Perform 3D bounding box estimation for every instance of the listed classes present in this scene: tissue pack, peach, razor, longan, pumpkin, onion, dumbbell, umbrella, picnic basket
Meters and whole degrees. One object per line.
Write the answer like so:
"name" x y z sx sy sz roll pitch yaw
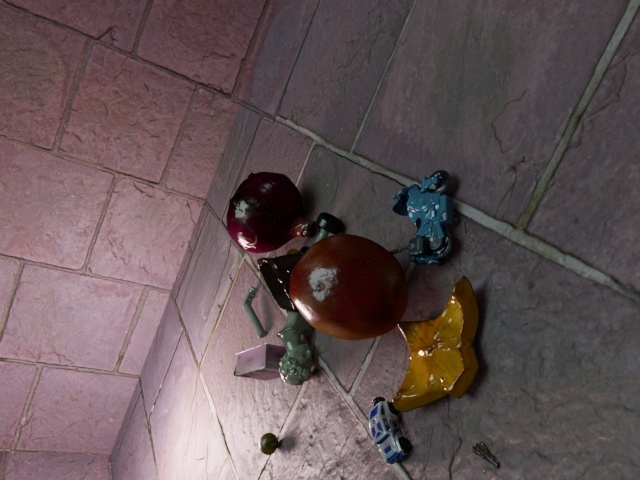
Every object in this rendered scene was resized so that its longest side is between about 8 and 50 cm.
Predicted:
"tissue pack" -0.203 0.460 2.003 0.246 0.148 0.093 -29 50 49
"peach" 0.083 0.128 1.434 0.332 0.307 0.308 14 88 52
"razor" -0.292 0.320 2.314 0.111 0.056 0.278 -60 32 19
"longan" -0.182 0.726 1.907 0.083 0.075 0.075 -14 63 54
"pumpkin" 0.286 0.264 1.307 0.290 0.095 0.258 -43 35 48
"onion" -0.175 -0.095 2.127 0.385 0.347 0.348 20 94 26
"dumbbell" 0.000 0.000 1.933 0.191 0.100 0.100 -60 32 20
"umbrella" 0.359 0.467 1.164 0.031 0.020 0.083 -36 27 -13
"picnic basket" -0.113 0.134 1.924 0.223 0.129 0.297 63 163 -7

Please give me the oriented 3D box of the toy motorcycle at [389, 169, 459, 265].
"toy motorcycle" 0.280 -0.055 1.465 0.182 0.123 0.272 -19 58 43

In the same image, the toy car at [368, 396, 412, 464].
"toy car" 0.174 0.496 1.411 0.080 0.070 0.171 -53 36 33

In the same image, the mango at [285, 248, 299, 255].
"mango" -0.107 0.088 2.121 0.079 0.057 0.114 -29 59 46

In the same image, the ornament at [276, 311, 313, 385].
"ornament" -0.091 0.370 1.882 0.130 0.120 0.285 -48 37 41
